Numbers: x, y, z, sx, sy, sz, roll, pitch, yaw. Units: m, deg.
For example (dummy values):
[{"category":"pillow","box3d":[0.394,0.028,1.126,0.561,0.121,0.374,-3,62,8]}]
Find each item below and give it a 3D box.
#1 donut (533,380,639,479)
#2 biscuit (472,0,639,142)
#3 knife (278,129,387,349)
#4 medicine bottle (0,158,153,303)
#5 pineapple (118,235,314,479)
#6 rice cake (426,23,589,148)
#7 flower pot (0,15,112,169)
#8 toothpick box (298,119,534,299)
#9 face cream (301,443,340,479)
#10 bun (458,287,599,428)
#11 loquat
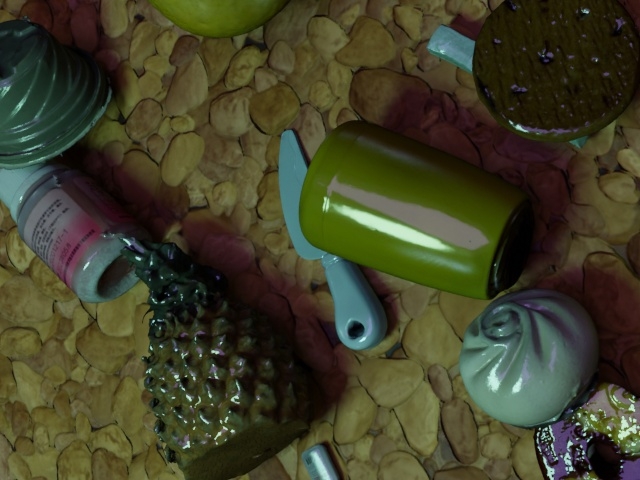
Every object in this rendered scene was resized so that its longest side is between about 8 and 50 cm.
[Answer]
[{"category":"donut","box3d":[0.343,0.259,1.316,0.166,0.073,0.184,-38,72,22]},{"category":"biscuit","box3d":[0.287,-0.217,1.342,0.212,0.036,0.212,-4,74,14]},{"category":"knife","box3d":[-0.001,0.001,1.520,0.080,0.044,0.331,-36,68,29]},{"category":"medicine bottle","box3d":[-0.370,-0.027,1.647,0.247,0.147,0.147,41,107,23]},{"category":"pineapple","box3d":[-0.163,0.136,1.517,0.223,0.223,0.357,-39,64,21]},{"category":"rice cake","box3d":[0.239,-0.197,1.393,0.245,0.042,0.045,38,93,23]},{"category":"flower pot","box3d":[-0.440,-0.232,1.633,0.235,0.140,0.235,-10,50,13]},{"category":"toothpick box","box3d":[0.125,-0.032,1.378,0.271,0.175,0.175,21,99,22]},{"category":"face cream","box3d":[0.005,0.322,1.517,0.040,0.021,0.083,-31,76,23]},{"category":"bun","box3d":[0.238,0.128,1.315,0.173,0.120,0.173,-28,39,26]},{"category":"loquat","box3d":[-0.142,-0.407,1.482,0.274,0.275,0.275,0,89,27]}]
